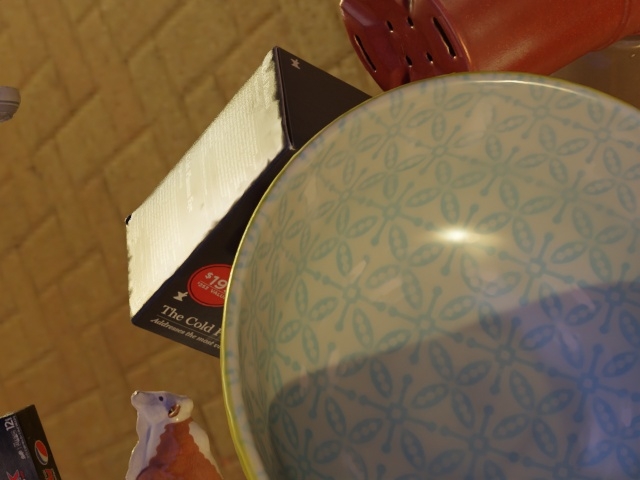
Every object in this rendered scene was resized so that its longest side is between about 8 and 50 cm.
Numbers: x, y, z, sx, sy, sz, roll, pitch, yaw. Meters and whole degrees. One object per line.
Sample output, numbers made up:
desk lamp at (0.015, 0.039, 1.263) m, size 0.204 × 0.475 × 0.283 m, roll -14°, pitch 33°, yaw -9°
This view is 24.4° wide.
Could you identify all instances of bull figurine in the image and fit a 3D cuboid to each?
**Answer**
bull figurine at (-0.187, 0.348, 1.938) m, size 0.310 × 0.188 × 0.101 m, roll 57°, pitch 177°, yaw -13°

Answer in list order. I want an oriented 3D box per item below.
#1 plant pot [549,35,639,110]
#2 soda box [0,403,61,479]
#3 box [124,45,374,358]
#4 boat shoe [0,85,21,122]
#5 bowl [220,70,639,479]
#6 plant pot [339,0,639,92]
plant pot at (0.380, -0.260, 1.903) m, size 0.263 × 0.263 × 0.229 m, roll 55°, pitch 171°, yaw 21°
soda box at (-0.323, 0.272, 1.643) m, size 0.053 × 0.060 × 0.169 m, roll -19°, pitch 90°, yaw 12°
box at (0.000, 0.000, 1.712) m, size 0.312 × 0.343 × 0.179 m, roll -47°, pitch 34°, yaw 30°
boat shoe at (-0.424, -0.104, 1.606) m, size 0.227 × 0.079 × 0.081 m, roll -17°, pitch 82°, yaw 11°
bowl at (0.084, 0.075, 0.762) m, size 0.289 × 0.289 × 0.156 m, roll 63°, pitch 163°, yaw 11°
plant pot at (0.179, -0.263, 1.508) m, size 0.272 × 0.265 × 0.272 m, roll 44°, pitch 157°, yaw 24°
